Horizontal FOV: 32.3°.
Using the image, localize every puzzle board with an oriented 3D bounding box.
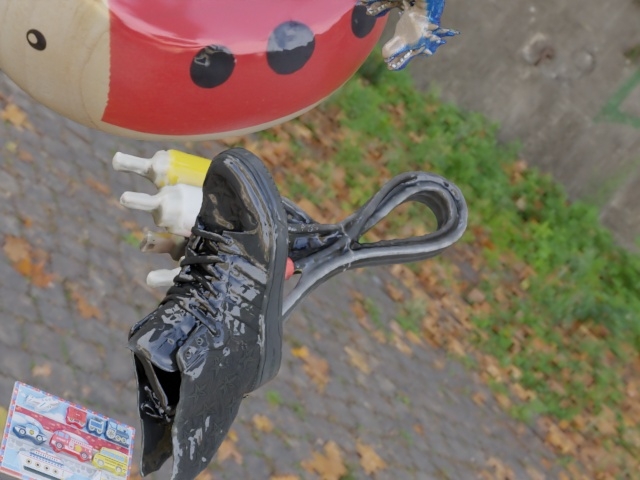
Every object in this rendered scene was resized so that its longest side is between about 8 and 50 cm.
[{"bbox_3d":[-0.230,0.190,1.016,0.128,0.011,0.096,28,37,-26],"label":"puzzle board"}]

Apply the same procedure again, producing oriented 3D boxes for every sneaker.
[{"bbox_3d":[-0.063,0.042,0.587,0.051,0.170,0.089,19,30,40],"label":"sneaker"}]

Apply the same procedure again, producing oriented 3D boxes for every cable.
[{"bbox_3d":[0.000,0.000,0.762,0.287,0.072,0.139,-3,59,-27],"label":"cable"}]

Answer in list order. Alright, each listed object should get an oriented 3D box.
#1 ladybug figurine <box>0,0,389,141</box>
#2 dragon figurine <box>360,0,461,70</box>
[{"bbox_3d":[-0.106,-0.254,1.086,0.449,0.305,0.162,-12,7,-25],"label":"ladybug figurine"},{"bbox_3d":[0.104,-0.241,0.715,0.085,0.289,0.144,49,24,22],"label":"dragon figurine"}]
